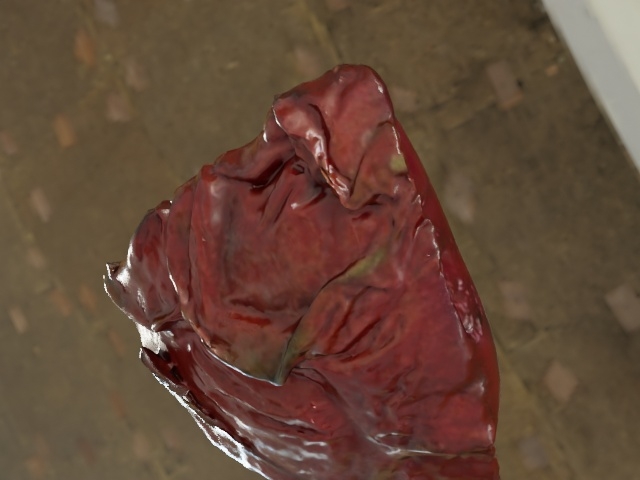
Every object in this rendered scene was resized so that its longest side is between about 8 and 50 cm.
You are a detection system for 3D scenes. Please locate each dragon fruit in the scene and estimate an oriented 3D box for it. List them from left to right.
[{"bbox_3d":[0.000,0.000,1.120,0.302,0.240,0.330,9,-41,4],"label":"dragon fruit"}]
